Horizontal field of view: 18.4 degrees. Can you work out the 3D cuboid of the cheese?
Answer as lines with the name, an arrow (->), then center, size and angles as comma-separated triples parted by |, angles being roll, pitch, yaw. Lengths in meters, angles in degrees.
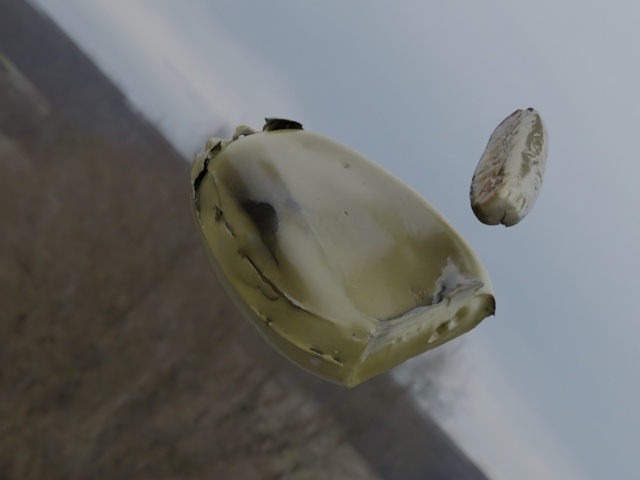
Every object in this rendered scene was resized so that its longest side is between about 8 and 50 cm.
cheese -> 0.000, 0.000, 1.927 | 0.316, 0.128, 0.259 | 47, 37, 20

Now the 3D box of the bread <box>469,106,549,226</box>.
bread -> 0.181, -0.063, 1.857 | 0.053, 0.073, 0.214 | 49, 26, -14
